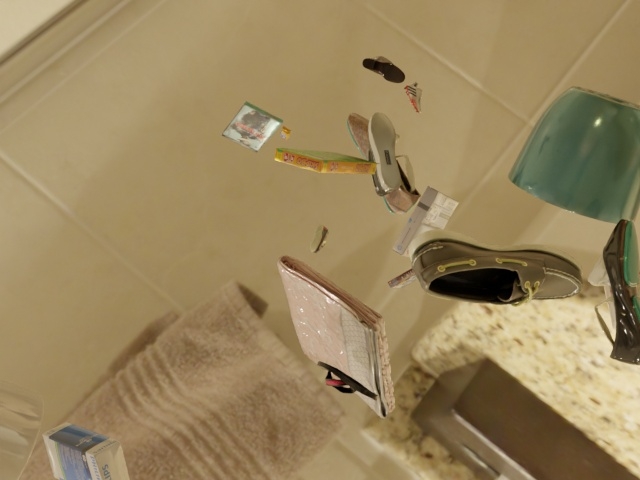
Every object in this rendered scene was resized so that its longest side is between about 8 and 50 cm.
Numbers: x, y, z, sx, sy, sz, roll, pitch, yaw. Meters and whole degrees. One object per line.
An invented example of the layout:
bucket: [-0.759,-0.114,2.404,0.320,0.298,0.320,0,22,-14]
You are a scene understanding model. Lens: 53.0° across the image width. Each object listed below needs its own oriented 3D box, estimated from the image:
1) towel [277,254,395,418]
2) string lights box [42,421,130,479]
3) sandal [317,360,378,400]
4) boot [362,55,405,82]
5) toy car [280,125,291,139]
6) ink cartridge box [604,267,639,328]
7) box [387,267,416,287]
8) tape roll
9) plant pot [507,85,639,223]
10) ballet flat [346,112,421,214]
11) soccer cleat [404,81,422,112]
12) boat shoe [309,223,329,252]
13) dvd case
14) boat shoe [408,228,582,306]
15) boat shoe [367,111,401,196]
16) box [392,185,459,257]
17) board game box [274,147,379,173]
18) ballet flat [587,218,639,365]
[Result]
towel: [0.034,0.220,1.470,0.317,0.053,0.332,32,146,40]
string lights box: [-0.606,0.567,1.656,0.260,0.077,0.133,1,105,40]
sandal: [0.045,0.298,1.335,0.067,0.040,0.179,33,174,-39]
boot: [0.155,-0.390,1.458,0.106,0.037,0.114,30,-158,10]
toy car: [-0.134,-0.243,1.472,0.122,0.060,0.040,19,141,4]
ink cartridge box: [0.784,0.140,1.640,0.092,0.143,0.090,-7,152,15]
box: [0.318,0.128,2.286,0.094,0.137,0.027,6,-124,-56]
tape roll: [-0.663,0.375,1.208,0.169,0.246,0.246,34,167,-31]
plant pot: [0.600,-0.203,1.424,0.293,0.293,0.235,30,115,30]
ballet flat: [0.182,-0.226,1.736,0.106,0.107,0.316,-31,84,39]
soccer cleat: [0.217,-0.325,1.453,0.029,0.036,0.083,38,-149,-54]
boat shoe: [0.000,0.000,2.129,0.049,0.137,0.043,-29,116,29]
dvd case: [-0.142,-0.233,1.327,0.087,0.013,0.119,24,147,-22]
boat shoe: [0.289,0.060,1.029,0.305,0.091,0.109,10,135,-14]
boat shoe: [0.151,-0.222,1.654,0.078,0.219,0.070,4,161,-29]
box: [0.277,-0.040,1.678,0.038,0.186,0.145,33,-169,33]
board game box: [0.023,-0.178,1.447,0.124,0.259,0.039,19,107,31]
ballet flat: [0.572,0.100,1.238,0.096,0.280,0.095,-14,162,38]
